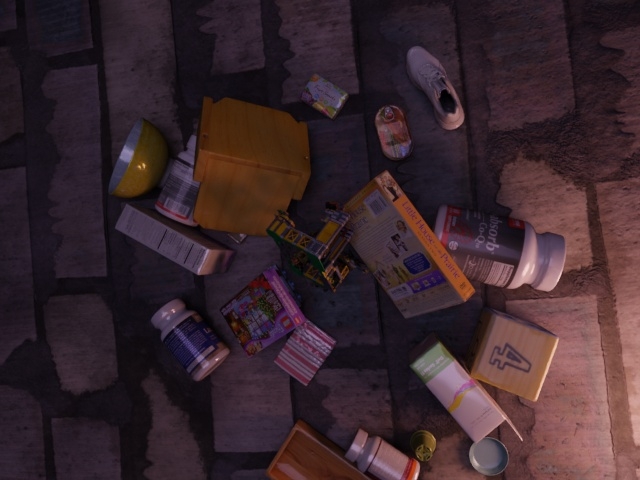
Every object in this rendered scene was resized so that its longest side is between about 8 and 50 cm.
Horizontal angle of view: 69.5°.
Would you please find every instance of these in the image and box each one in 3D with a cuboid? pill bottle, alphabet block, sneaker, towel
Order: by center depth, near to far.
[{"bbox_3d":[0.562,0.330,1.382,0.193,0.192,0.197,20,93,12],"label":"alphabet block"},{"bbox_3d":[0.514,0.026,1.387,0.362,0.210,0.211,13,91,10],"label":"pill bottle"},{"bbox_3d":[0.369,-0.500,1.465,0.111,0.129,0.297,-32,82,10],"label":"sneaker"},{"bbox_3d":[0.195,0.707,1.478,0.221,0.121,0.121,29,94,10],"label":"pill bottle"},{"bbox_3d":[-0.052,0.382,1.581,0.144,0.029,0.197,35,98,9],"label":"towel"},{"bbox_3d":[-0.452,0.338,1.591,0.153,0.153,0.265,-44,82,7],"label":"pill bottle"},{"bbox_3d":[-0.442,-0.207,1.596,0.161,0.161,0.283,27,93,10],"label":"pill bottle"}]

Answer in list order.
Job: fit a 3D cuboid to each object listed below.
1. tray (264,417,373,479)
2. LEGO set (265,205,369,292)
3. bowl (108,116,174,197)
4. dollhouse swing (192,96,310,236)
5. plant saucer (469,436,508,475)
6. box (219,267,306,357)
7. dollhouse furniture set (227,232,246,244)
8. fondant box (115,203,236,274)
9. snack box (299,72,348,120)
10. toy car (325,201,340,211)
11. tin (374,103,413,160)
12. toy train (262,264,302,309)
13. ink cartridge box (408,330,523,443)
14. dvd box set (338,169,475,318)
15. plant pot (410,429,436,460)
[{"bbox_3d":[0.041,0.802,1.530,0.410,0.076,0.203,32,94,9],"label":"tray"},{"bbox_3d":[0.000,0.000,1.449,0.254,0.331,0.192,22,66,37],"label":"LEGO set"},{"bbox_3d":[-0.608,-0.266,1.615,0.156,0.289,0.290,22,94,-32],"label":"bowl"},{"bbox_3d":[-0.249,-0.232,1.538,0.346,0.305,0.316,8,57,-20],"label":"dollhouse swing"},{"bbox_3d":[0.532,0.681,1.465,0.119,0.021,0.120,0,88,11],"label":"plant saucer"},{"bbox_3d":[-0.198,0.244,1.524,0.293,0.057,0.201,-40,81,39],"label":"box"},{"bbox_3d":[-0.320,-0.057,1.640,0.151,0.058,0.076,39,88,-10],"label":"dollhouse furniture set"},{"bbox_3d":[-0.478,-0.001,1.560,0.330,0.238,0.096,28,93,10],"label":"fondant box"},{"bbox_3d":[0.012,-0.491,1.578,0.141,0.037,0.100,34,94,10],"label":"snack box"},{"bbox_3d":[0.059,-0.080,1.572,0.040,0.060,0.122,-27,104,-34],"label":"toy car"},{"bbox_3d":[0.244,-0.356,1.533,0.106,0.040,0.190,-14,86,6],"label":"tin"},{"bbox_3d":[-0.130,0.168,1.558,0.080,0.105,0.184,-33,83,8],"label":"toy train"},{"bbox_3d":[0.425,0.460,1.395,0.119,0.207,0.353,-42,82,6],"label":"ink cartridge box"},{"bbox_3d":[0.230,0.030,1.391,0.062,0.307,0.421,-35,87,-29],"label":"dvd box set"},{"bbox_3d":[0.328,0.663,1.474,0.083,0.079,0.084,0,89,12],"label":"plant pot"}]
